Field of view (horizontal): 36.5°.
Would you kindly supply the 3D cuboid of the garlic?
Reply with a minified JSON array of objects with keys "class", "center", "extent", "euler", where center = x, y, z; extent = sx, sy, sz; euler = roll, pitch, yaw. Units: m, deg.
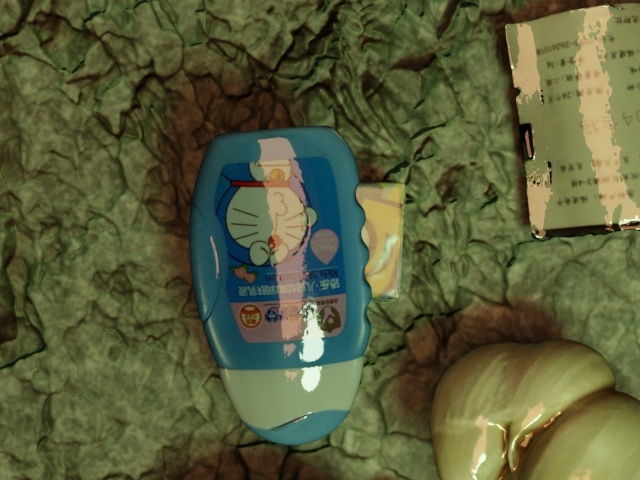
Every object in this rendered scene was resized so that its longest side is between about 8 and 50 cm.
[{"class":"garlic","center":[0.217,0.214,0.787],"extent":[0.203,0.184,0.281],"euler":[-34,98,-35]}]

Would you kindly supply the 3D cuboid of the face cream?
[{"class":"face cream","center":[-0.032,0.040,0.805],"extent":[0.149,0.083,0.264],"euler":[-5,95,5]}]

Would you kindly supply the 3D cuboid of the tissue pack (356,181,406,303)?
[{"class":"tissue pack","center":[0.000,0.000,0.874],"extent":[0.148,0.060,0.109],"euler":[3,90,2]}]

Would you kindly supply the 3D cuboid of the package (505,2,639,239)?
[{"class":"package","center":[0.302,-0.111,0.872],"extent":[0.251,0.062,0.204],"euler":[-7,91,-3]}]
